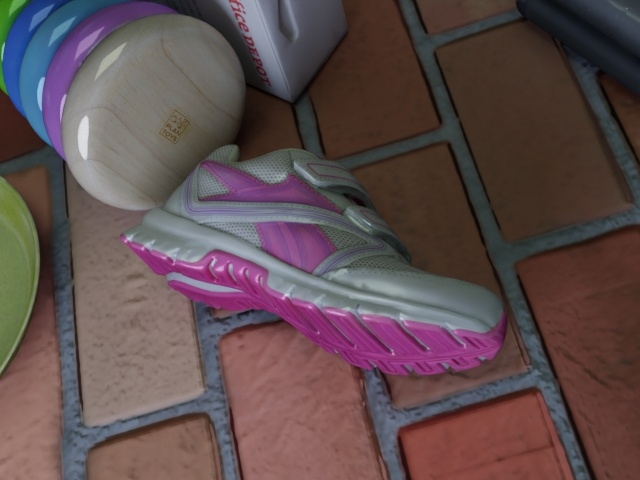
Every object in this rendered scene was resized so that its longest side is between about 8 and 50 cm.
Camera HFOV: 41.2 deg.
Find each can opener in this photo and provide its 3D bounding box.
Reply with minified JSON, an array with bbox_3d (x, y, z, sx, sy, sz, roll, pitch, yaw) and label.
[{"bbox_3d":[0.185,-0.197,0.599,0.095,0.076,0.283,-40,61,-7],"label":"can opener"}]

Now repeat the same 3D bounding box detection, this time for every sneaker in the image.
[{"bbox_3d":[0.000,0.000,0.527,0.252,0.103,0.111,19,71,22],"label":"sneaker"}]

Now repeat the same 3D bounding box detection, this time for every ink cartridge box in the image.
[{"bbox_3d":[-0.091,-0.208,0.635,0.203,0.148,0.086,27,70,24],"label":"ink cartridge box"}]

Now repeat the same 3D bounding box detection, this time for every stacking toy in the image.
[{"bbox_3d":[-0.208,-0.154,0.662,0.141,0.141,0.330,-46,54,-12],"label":"stacking toy"}]

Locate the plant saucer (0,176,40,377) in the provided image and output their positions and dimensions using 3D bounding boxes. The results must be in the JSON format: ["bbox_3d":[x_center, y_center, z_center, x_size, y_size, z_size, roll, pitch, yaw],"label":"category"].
[{"bbox_3d":[-0.305,0.052,0.618,0.240,0.037,0.241,-7,62,12],"label":"plant saucer"}]
